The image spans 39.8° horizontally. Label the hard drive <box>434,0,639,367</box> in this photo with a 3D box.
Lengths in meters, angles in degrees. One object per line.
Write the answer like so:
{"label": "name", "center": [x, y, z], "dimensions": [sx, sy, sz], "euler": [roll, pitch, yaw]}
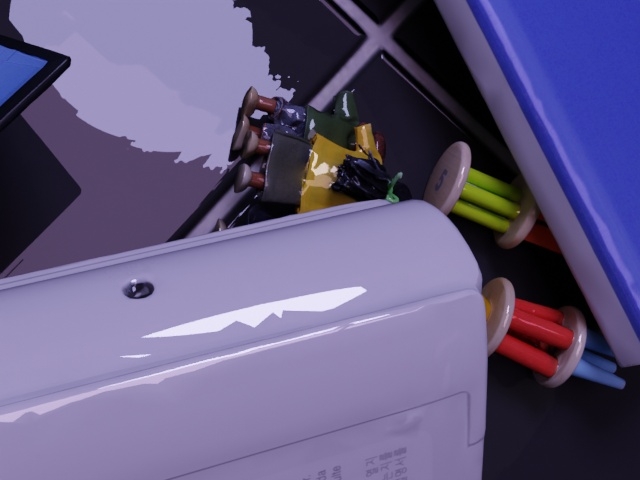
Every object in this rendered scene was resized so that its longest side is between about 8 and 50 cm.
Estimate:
{"label": "hard drive", "center": [0.183, -0.111, 0.552], "dimensions": [0.210, 0.040, 0.319], "euler": [-26, 89, -35]}

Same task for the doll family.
{"label": "doll family", "center": [0.000, 0.000, 0.500], "dimensions": [0.111, 0.076, 0.193], "euler": [15, 83, -17]}

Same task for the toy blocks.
{"label": "toy blocks", "center": [0.129, 0.021, 0.538], "dimensions": [0.148, 0.054, 0.123], "euler": [22, 75, -13]}

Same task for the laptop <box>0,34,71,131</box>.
{"label": "laptop", "center": [-0.291, -0.073, 0.396], "dimensions": [0.264, 0.136, 0.234], "euler": [43, 73, -5]}

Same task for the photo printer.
{"label": "photo printer", "center": [-0.084, 0.129, 0.384], "dimensions": [0.307, 0.107, 0.256], "euler": [-14, 121, -16]}
